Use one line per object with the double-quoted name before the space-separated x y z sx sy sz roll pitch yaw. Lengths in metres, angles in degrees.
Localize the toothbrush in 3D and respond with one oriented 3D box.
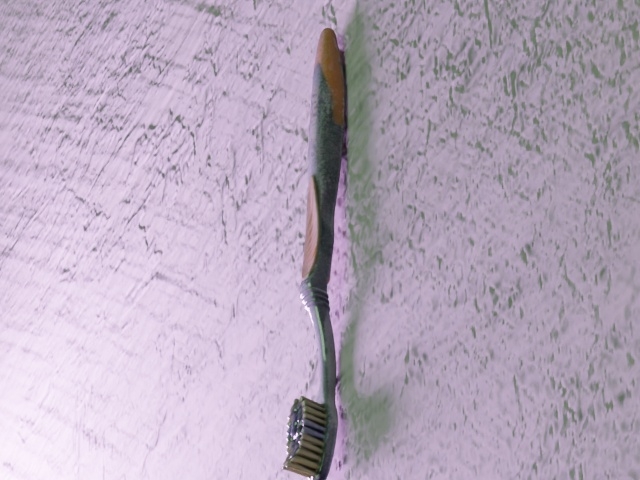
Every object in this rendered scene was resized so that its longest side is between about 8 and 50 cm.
"toothbrush" 0.000 0.000 1.382 0.028 0.037 0.375 -36 41 46
